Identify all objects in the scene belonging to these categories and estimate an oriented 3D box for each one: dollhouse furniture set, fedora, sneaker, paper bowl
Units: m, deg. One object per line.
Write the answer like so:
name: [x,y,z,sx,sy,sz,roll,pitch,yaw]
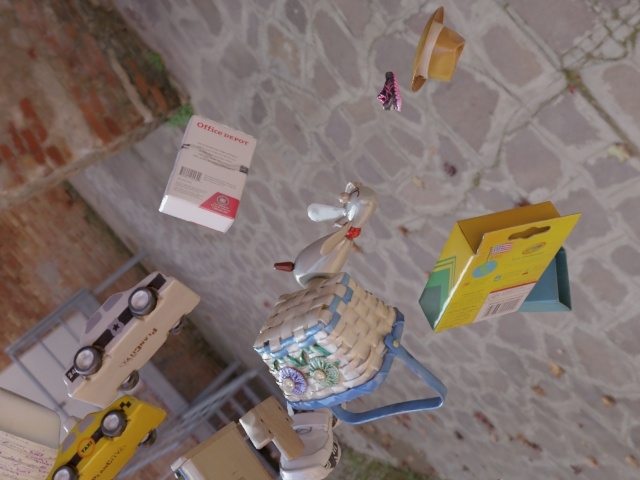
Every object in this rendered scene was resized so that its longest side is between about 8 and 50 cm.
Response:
dollhouse furniture set: [-0.197,0.498,1.406,0.198,0.286,0.303,52,126,11]
fedora: [0.248,-0.383,1.515,0.079,0.194,0.194,20,154,12]
sneaker: [0.161,-0.357,1.764,0.047,0.057,0.119,72,-171,-56]
sneaker: [-0.037,0.372,1.652,0.366,0.138,0.210,-62,-43,-70]
paper bowl: [-0.618,0.363,1.410,0.284,0.148,0.284,21,162,7]

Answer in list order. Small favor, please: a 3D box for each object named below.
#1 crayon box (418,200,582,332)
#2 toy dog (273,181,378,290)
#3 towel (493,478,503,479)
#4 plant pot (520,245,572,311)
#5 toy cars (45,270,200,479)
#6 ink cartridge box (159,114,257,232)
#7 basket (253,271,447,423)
crayon box: [0.322,0.039,1.362,0.318,0.202,0.081,105,148,-52]
toy dog: [0.000,0.000,1.783,0.161,0.333,0.220,15,-166,-21]
towel: [0.160,0.382,1.106,0.197,0.144,0.029,-16,76,33]
plant pot: [0.504,0.099,1.896,0.234,0.165,0.165,-8,164,27]
toy cars: [-0.281,0.196,0.974,0.087,0.177,0.393,36,122,27]
ink cartridge box: [-0.272,-0.163,1.799,0.172,0.237,0.100,20,153,-15]
basket: [0.044,0.212,1.282,0.289,0.201,0.255,43,135,-21]
